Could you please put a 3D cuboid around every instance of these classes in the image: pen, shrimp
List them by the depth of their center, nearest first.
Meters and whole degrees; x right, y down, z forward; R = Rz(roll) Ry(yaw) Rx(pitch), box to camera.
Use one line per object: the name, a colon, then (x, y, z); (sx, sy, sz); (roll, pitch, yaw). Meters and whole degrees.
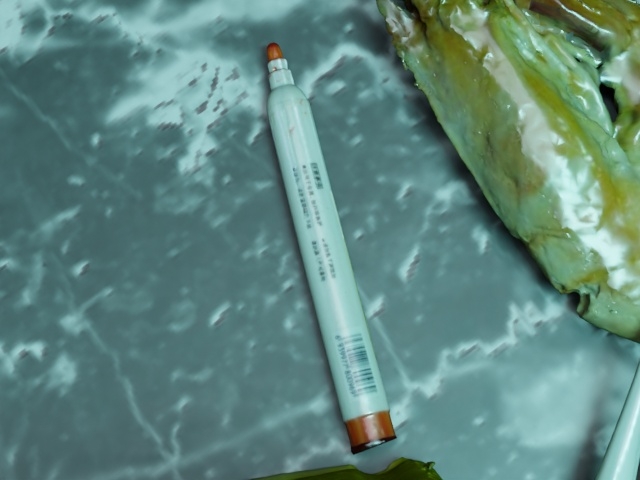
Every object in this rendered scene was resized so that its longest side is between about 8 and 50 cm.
shrimp: (0.127, -0.078, 0.694); (0.154, 0.062, 0.294); (-40, 92, -12)
pen: (0.000, 0.000, 0.705); (0.026, 0.026, 0.218); (-14, 77, -1)

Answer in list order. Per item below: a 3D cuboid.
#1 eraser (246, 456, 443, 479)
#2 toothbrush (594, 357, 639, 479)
eraser: (-0.016, 0.140, 0.577); (0.158, 0.226, 0.069); (-13, 86, -1)
toothbrush: (0.129, 0.147, 0.643); (0.025, 0.030, 0.342); (18, 88, -10)
